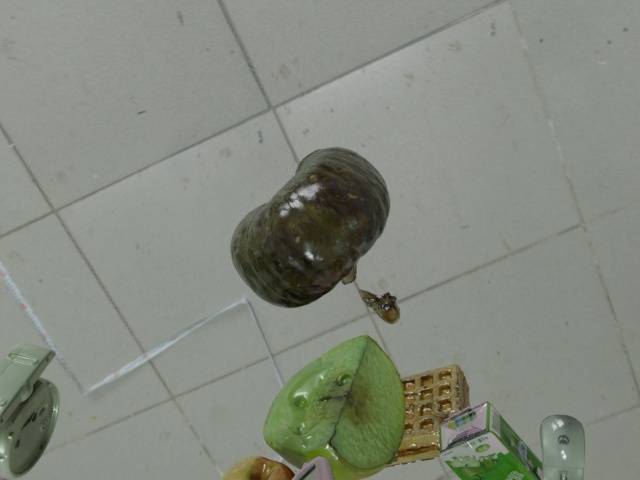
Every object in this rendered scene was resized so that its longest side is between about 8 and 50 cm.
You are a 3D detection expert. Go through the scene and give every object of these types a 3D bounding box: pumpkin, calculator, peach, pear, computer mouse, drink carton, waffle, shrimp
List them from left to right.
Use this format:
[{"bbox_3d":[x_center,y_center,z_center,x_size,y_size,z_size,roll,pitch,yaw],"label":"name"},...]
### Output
[{"bbox_3d":[-0.121,0.530,1.262,0.184,0.184,0.184,-1,109,-2],"label":"peach"},{"bbox_3d":[-0.010,0.423,0.980,0.032,0.175,0.100,33,109,-27],"label":"calculator"},{"bbox_3d":[0.000,0.000,1.091,0.242,0.232,0.325,40,95,-19],"label":"pumpkin"},{"bbox_3d":[0.019,0.429,1.477,0.318,0.342,0.238,-24,114,36],"label":"pear"},{"bbox_3d":[0.118,0.120,1.219,0.099,0.180,0.041,41,82,10],"label":"shrimp"},{"bbox_3d":[0.243,0.518,1.794,0.376,0.261,0.114,-20,119,20],"label":"waffle"},{"bbox_3d":[0.417,0.540,1.515,0.161,0.108,0.271,-35,103,27],"label":"drink carton"},{"bbox_3d":[0.317,0.284,0.814,0.055,0.032,0.110,-2,100,17],"label":"computer mouse"}]

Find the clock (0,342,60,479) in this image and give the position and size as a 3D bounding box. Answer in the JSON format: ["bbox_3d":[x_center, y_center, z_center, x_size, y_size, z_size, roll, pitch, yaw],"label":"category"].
[{"bbox_3d":[-0.705,0.422,1.441,0.108,0.265,0.324,13,127,2],"label":"clock"}]
